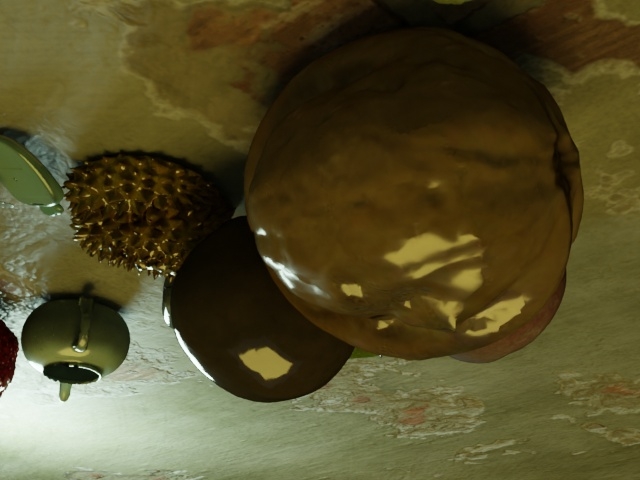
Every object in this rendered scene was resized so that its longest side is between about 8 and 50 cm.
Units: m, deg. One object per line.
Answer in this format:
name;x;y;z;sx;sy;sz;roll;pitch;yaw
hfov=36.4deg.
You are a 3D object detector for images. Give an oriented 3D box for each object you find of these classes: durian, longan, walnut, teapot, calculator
durian;-0.245;-0.024;1.357;0.250;0.138;0.183;12;159;-9
longan;-0.070;0.089;1.301;0.258;0.258;0.258;1;152;0
walnut;0.105;-0.053;1.091;0.384;0.383;0.383;1;152;0
teapot;-0.443;0.189;1.760;0.193;0.129;0.294;9;151;-17
calculator;-0.396;-0.084;1.306;0.095;0.021;0.153;3;138;32

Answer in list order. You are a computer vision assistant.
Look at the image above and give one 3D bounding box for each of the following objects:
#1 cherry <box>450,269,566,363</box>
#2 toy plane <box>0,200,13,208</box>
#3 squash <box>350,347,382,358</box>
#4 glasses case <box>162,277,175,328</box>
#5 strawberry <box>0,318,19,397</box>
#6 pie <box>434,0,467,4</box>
cherry;0.252;0.073;1.442;0.239;0.206;0.239;10;147;7
toy plane;-0.575;-0.059;1.331;0.267;0.088;0.212;-19;142;33
squash;-0.029;0.092;1.506;0.261;0.189;0.189;4;152;-6
glasses case;-0.108;0.110;1.662;0.323;0.074;0.131;3;154;-4
strawberry;-0.656;0.210;1.729;0.238;0.250;0.288;-52;155;17
pie;0.152;-0.327;0.817;0.275;0.105;0.257;-9;136;13
